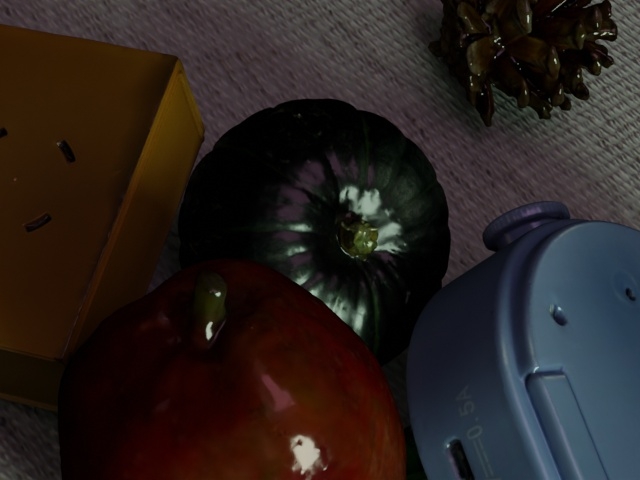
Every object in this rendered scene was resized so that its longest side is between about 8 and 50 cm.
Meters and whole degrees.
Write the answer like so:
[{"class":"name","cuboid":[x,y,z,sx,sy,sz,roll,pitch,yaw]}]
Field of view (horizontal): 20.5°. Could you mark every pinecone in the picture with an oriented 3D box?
[{"class":"pinecone","cuboid":[0.199,-0.203,1.733,0.195,0.150,0.179,3,64,-27]}]

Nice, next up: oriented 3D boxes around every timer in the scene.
[{"class":"timer","cuboid":[0.230,0.150,1.508,0.395,0.173,0.395,26,46,-31]}]

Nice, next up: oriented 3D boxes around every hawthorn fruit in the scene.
[{"class":"hawthorn fruit","cuboid":[-0.066,0.138,1.304,0.265,0.307,0.265,0,50,0]}]

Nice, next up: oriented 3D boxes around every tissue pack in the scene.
[{"class":"tissue pack","cuboid":[-0.232,-0.017,1.442,0.194,0.145,0.274,13,65,14]}]

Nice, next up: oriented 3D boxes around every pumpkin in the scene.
[{"class":"pumpkin","cuboid":[0.000,0.000,1.524,0.250,0.216,0.250,0,90,-21]}]

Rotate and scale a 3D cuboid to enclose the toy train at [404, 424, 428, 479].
[{"class":"toy train","cuboid":[0.024,0.225,1.493,0.251,0.085,0.119,-13,59,-24]}]
